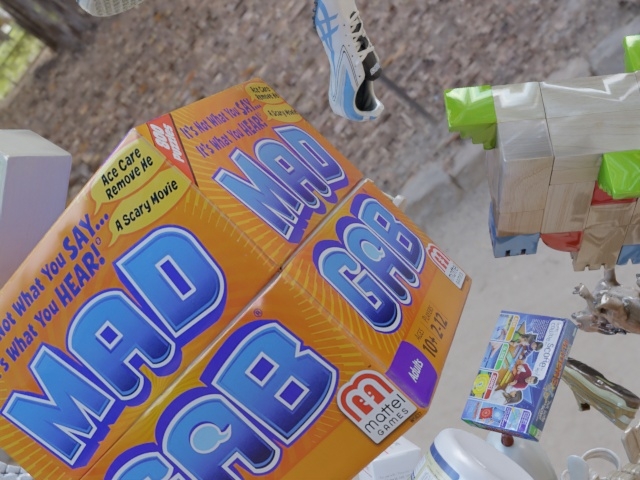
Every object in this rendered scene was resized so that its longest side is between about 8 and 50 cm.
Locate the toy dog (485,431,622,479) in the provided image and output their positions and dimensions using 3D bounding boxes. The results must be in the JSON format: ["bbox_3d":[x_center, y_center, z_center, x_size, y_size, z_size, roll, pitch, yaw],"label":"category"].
[{"bbox_3d":[0.462,0.484,2.020,0.161,0.334,0.220,65,-132,-71],"label":"toy dog"}]

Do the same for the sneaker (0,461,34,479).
[{"bbox_3d":[-0.394,0.335,1.296,0.061,0.158,0.065,-77,6,-48],"label":"sneaker"}]

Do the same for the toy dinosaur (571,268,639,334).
[{"bbox_3d":[0.579,0.132,1.819,0.127,0.200,0.296,-43,26,-4],"label":"toy dinosaur"}]

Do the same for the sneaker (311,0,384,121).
[{"bbox_3d":[0.045,-0.277,1.391,0.086,0.237,0.085,10,44,26],"label":"sneaker"}]

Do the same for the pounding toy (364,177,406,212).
[{"bbox_3d":[0.000,0.000,1.531,0.269,0.155,0.154,-48,-26,-25],"label":"pounding toy"}]

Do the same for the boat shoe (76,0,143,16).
[{"bbox_3d":[-0.190,-0.509,1.224,0.500,0.156,0.187,-56,-15,27],"label":"boat shoe"}]

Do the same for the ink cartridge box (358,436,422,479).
[{"bbox_3d":[0.163,0.554,2.147,0.119,0.353,0.207,-11,0,-9],"label":"ink cartridge box"}]

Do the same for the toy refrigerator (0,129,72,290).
[{"bbox_3d":[-0.383,0.010,1.170,0.102,0.094,0.269,29,114,37],"label":"toy refrigerator"}]

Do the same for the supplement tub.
[{"bbox_3d":[0.232,0.528,1.767,0.316,0.228,0.228,-57,22,9],"label":"supplement tub"}]

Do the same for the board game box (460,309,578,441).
[{"bbox_3d":[0.322,0.216,1.580,0.136,0.035,0.201,5,64,48],"label":"board game box"}]

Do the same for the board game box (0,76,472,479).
[{"bbox_3d":[-0.102,0.092,1.054,0.356,0.356,0.356,-46,1,22],"label":"board game box"}]

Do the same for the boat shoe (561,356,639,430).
[{"bbox_3d":[0.458,0.261,1.675,0.190,0.068,0.072,36,111,52],"label":"boat shoe"}]

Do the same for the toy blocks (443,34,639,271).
[{"bbox_3d":[0.329,-0.064,1.062,0.382,0.261,0.190,-5,59,3],"label":"toy blocks"}]

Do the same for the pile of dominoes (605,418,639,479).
[{"bbox_3d":[0.533,0.336,1.526,0.251,0.195,0.040,-22,19,-38],"label":"pile of dominoes"}]
